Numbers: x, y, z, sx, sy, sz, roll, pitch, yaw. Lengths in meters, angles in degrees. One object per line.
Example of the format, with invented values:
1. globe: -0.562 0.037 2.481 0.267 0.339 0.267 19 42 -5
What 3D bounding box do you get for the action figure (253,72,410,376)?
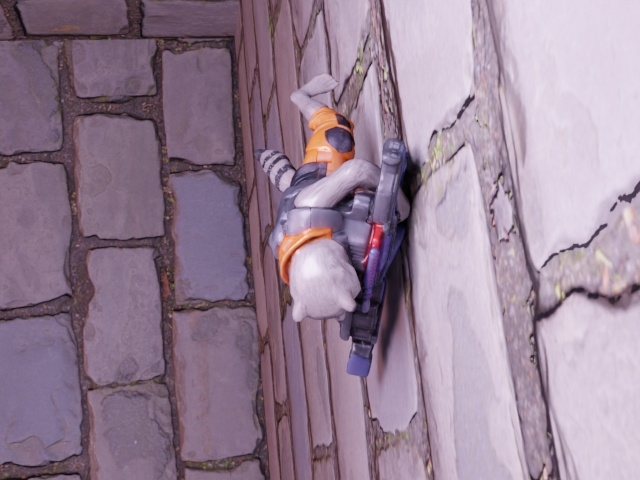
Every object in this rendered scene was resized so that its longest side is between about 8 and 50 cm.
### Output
1. action figure: 0.000 0.000 0.992 0.330 0.179 0.341 -92 6 -58
